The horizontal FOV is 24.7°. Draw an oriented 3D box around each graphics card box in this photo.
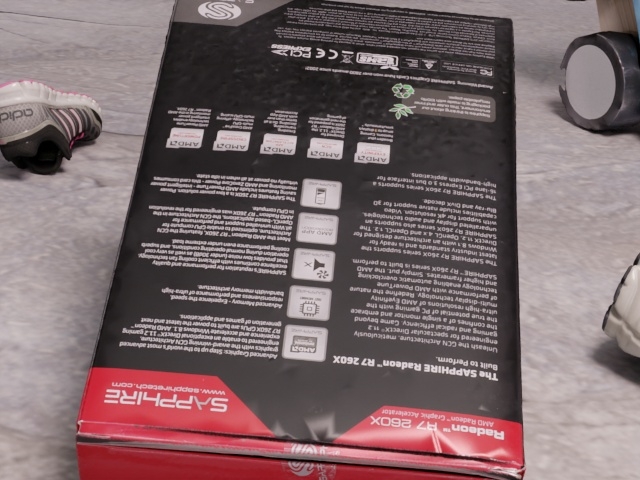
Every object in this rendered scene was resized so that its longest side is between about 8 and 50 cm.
[{"bbox_3d":[0.000,0.000,0.878,0.233,0.094,0.371,5,48,0],"label":"graphics card box"}]

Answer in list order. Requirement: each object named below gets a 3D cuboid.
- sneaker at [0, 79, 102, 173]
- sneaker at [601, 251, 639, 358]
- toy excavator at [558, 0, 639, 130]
[{"bbox_3d":[-0.243,-0.094,1.297,0.063,0.074,0.170,-8,-4,15],"label":"sneaker"},{"bbox_3d":[0.311,0.042,1.063,0.110,0.107,0.275,40,41,25],"label":"sneaker"},{"bbox_3d":[0.460,-0.195,1.445,0.222,0.432,0.445,-8,-3,-31],"label":"toy excavator"}]
